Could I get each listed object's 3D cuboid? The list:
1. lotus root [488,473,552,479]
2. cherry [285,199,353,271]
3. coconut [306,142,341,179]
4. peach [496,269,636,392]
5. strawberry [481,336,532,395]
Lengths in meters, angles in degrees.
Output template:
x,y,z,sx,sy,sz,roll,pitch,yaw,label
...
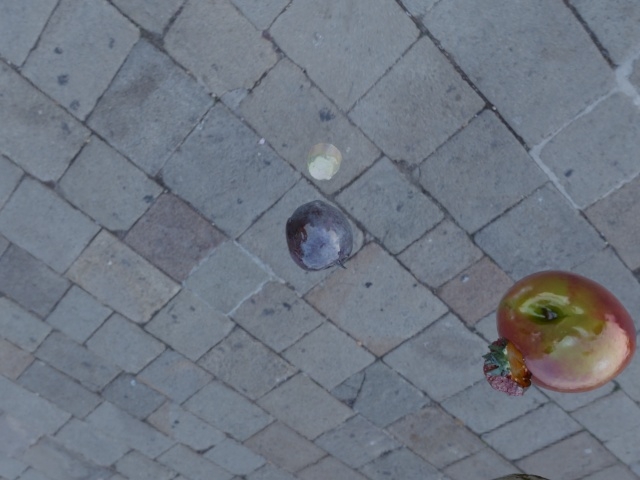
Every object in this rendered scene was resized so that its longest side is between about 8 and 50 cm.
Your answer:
x,y,z,sx,sy,sz,roll,pitch,yaw,label
0.179,0.263,0.328,0.154,0.257,0.140,21,93,-37,lotus root
-0.002,-0.010,1.205,0.195,0.195,0.195,2,121,4,cherry
0.011,-0.273,1.577,0.116,0.122,0.116,6,130,7,coconut
0.724,0.277,1.385,0.388,0.388,0.388,2,121,4,peach
0.452,0.314,1.134,0.085,0.192,0.140,-30,89,29,strawberry
